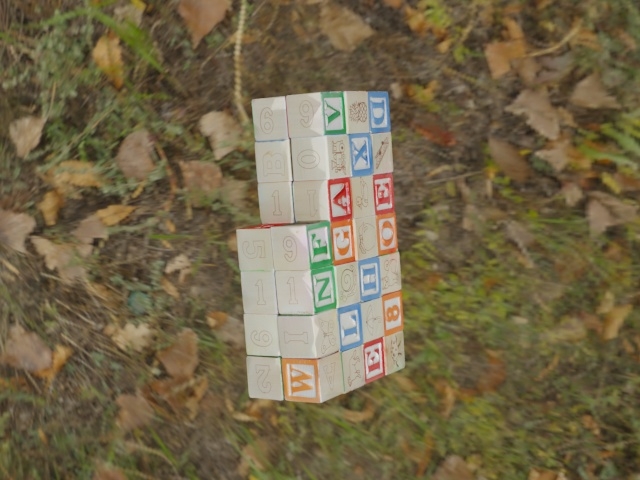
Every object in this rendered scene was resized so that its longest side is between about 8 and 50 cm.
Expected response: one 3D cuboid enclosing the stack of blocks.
[{"bbox_3d":[0.000,0.000,1.196,0.171,0.087,0.297,-11,99,-56],"label":"stack of blocks"}]
